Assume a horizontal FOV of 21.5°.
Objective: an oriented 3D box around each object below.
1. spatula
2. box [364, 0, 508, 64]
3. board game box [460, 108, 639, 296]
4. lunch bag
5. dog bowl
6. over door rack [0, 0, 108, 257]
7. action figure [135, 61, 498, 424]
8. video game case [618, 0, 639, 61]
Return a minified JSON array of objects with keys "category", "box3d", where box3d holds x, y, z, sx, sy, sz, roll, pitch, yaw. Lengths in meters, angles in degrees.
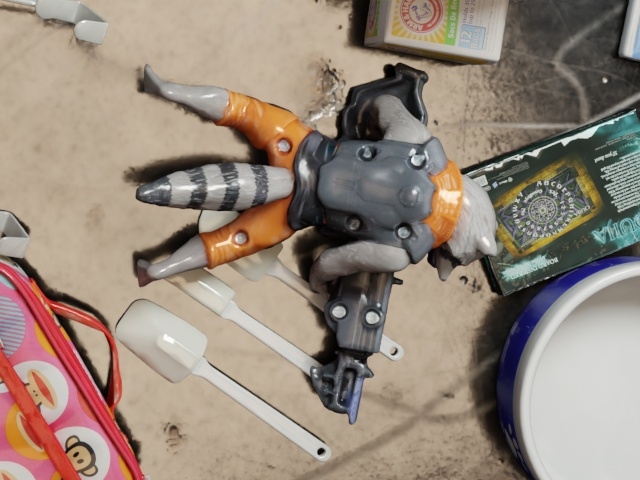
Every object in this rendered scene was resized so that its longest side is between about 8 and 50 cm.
[{"category":"spatula","box3d":[-0.054,0.094,1.603,0.242,0.019,0.168,36,83,-11]},{"category":"box","box3d":[0.115,-0.270,1.552,0.114,0.103,0.203,7,94,-10]},{"category":"board game box","box3d":[0.237,-0.037,1.630,0.186,0.026,0.126,-21,98,-7]},{"category":"lunch bag","box3d":[-0.294,0.163,1.524,0.258,0.120,0.293,-32,101,-8]},{"category":"dog bowl","box3d":[0.306,0.148,1.618,0.265,0.104,0.265,-1,95,-9]},{"category":"over door rack","box3d":[-0.380,-0.136,1.462,0.324,0.108,0.239,13,112,-24]},{"category":"action figure","box3d":[0.000,0.000,1.519,0.330,0.178,0.341,3,90,-3]},{"category":"video game case","box3d":[0.402,-0.263,1.638,0.193,0.023,0.212,11,93,-9]}]
